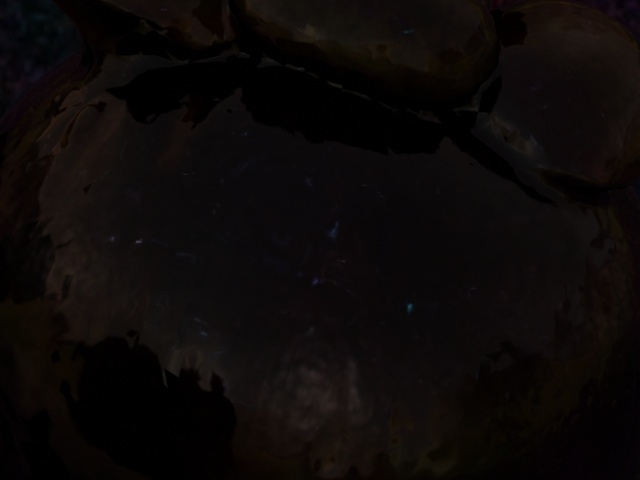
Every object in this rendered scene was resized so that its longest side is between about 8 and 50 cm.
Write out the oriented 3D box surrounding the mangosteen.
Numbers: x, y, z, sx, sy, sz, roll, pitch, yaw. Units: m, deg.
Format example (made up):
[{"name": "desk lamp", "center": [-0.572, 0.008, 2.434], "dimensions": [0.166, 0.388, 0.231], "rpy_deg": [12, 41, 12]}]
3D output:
[{"name": "mangosteen", "center": [0.000, 0.000, 0.751], "dimensions": [0.306, 0.347, 0.307], "rpy_deg": [10, 20, -4]}]
